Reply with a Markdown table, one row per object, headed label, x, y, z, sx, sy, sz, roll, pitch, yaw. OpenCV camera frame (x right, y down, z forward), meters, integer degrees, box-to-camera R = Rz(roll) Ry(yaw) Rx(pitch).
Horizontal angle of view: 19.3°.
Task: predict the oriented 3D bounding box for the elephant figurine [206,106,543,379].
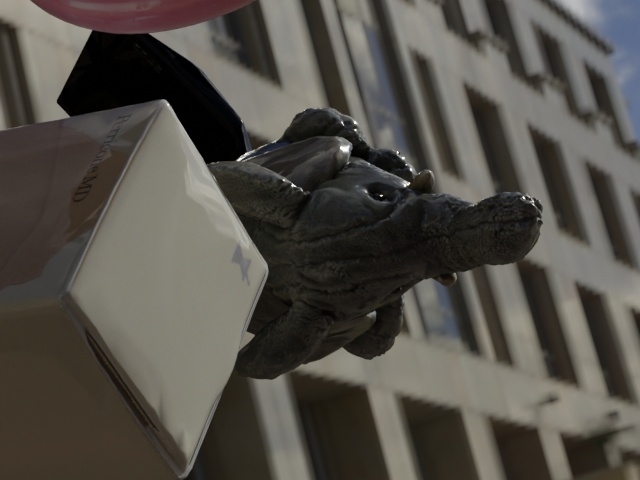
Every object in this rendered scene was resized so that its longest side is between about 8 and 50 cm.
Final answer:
| label | x | y | z | sx | sy | sz | roll | pitch | yaw |
| --- | --- | --- | --- | --- | --- | --- | --- | --- | --- |
| elephant figurine | 0.000 | 0.000 | 1.093 | 0.186 | 0.169 | 0.239 | -52 | 5 | 3 |

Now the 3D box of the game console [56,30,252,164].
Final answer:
| label | x | y | z | sx | sy | sz | roll | pitch | yaw |
| --- | --- | --- | --- | --- | --- | --- | --- | --- | --- |
| game console | -0.202 | -0.032 | 1.857 | 0.044 | 0.213 | 0.361 | -19 | -32 | -51 |

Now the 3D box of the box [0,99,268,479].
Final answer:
| label | x | y | z | sx | sy | sz | roll | pitch | yaw |
| --- | --- | --- | --- | --- | --- | --- | --- | --- | --- |
| box | -0.198 | 0.040 | 0.934 | 0.311 | 0.148 | 0.121 | -9 | -51 | 27 |

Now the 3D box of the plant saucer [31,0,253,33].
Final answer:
| label | x | y | z | sx | sy | sz | roll | pitch | yaw |
| --- | --- | --- | --- | --- | --- | --- | --- | --- | --- |
| plant saucer | -0.101 | -0.302 | 1.319 | 0.332 | 0.332 | 0.084 | -19 | -35 | 14 |
